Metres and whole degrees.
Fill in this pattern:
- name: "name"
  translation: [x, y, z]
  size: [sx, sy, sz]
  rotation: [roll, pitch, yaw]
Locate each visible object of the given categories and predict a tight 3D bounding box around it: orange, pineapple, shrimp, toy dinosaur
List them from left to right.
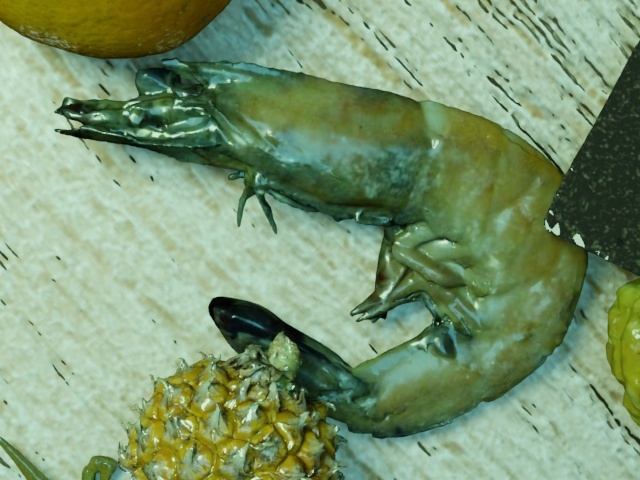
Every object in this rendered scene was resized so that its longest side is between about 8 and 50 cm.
- name: "toy dinosaur"
  translation: [-0.188, 0.231, 0.900]
  size: [0.162, 0.039, 0.126]
  rotation: [16, 94, -10]
- name: "orange"
  translation: [-0.148, -0.235, 0.793]
  size: [0.224, 0.170, 0.224]
  rotation: [-1, 98, -10]
- name: "pineapple"
  translation: [-0.051, 0.132, 0.853]
  size: [0.175, 0.161, 0.137]
  rotation: [24, 88, 11]
- name: "shrimp"
  translation: [0.000, 0.000, 0.895]
  size: [0.444, 0.085, 0.272]
  rotation: [20, 97, -15]

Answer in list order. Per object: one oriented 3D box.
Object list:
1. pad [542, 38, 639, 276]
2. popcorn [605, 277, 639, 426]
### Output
- name: "pad"
  translation: [0.359, -0.032, 0.849]
  size: [0.330, 0.004, 0.220]
  rotation: [28, 88, 17]
- name: "popcorn"
  translation: [0.324, 0.088, 0.917]
  size: [0.197, 0.155, 0.198]
  rotation: [0, 84, -4]
